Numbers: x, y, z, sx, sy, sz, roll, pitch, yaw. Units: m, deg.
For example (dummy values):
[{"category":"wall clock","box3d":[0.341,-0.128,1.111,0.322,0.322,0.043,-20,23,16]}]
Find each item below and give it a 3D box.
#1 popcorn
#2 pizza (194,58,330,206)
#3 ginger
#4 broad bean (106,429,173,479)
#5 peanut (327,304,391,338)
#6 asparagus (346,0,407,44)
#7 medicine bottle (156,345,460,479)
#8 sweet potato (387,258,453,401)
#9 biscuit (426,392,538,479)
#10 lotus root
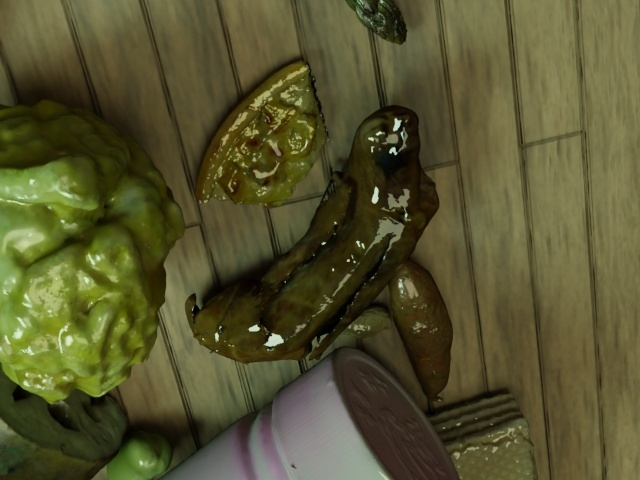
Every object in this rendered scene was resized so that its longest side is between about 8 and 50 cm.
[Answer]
[{"category":"popcorn","box3d":[-0.218,0.004,0.953,0.195,0.255,0.256,-16,81,-34]},{"category":"pizza","box3d":[-0.045,-0.085,1.047,0.099,0.035,0.160,33,109,-26]},{"category":"ginger","box3d":[0.008,0.012,1.076,0.133,0.107,0.309,42,107,-11]},{"category":"broad bean","box3d":[-0.186,0.222,1.179,0.045,0.063,0.083,16,145,-41]},{"category":"peanut","box3d":[0.031,0.080,1.160,0.083,0.037,0.037,5,119,-19]},{"category":"asparagus","box3d":[0.021,-0.223,0.984,0.036,0.030,0.165,-50,117,-10]},{"category":"medicine bottle","box3d":[-0.044,0.277,1.145,0.325,0.212,0.212,-39,119,16]},{"category":"sweet potato","box3d":[0.105,0.089,1.166,0.060,0.068,0.205,7,128,25]},{"category":"biscuit","box3d":[0.199,0.364,1.331,0.144,0.078,0.426,-16,122,-3]},{"category":"lotus root","box3d":[-0.296,0.177,1.104,0.119,0.138,0.235,-33,126,20]}]
